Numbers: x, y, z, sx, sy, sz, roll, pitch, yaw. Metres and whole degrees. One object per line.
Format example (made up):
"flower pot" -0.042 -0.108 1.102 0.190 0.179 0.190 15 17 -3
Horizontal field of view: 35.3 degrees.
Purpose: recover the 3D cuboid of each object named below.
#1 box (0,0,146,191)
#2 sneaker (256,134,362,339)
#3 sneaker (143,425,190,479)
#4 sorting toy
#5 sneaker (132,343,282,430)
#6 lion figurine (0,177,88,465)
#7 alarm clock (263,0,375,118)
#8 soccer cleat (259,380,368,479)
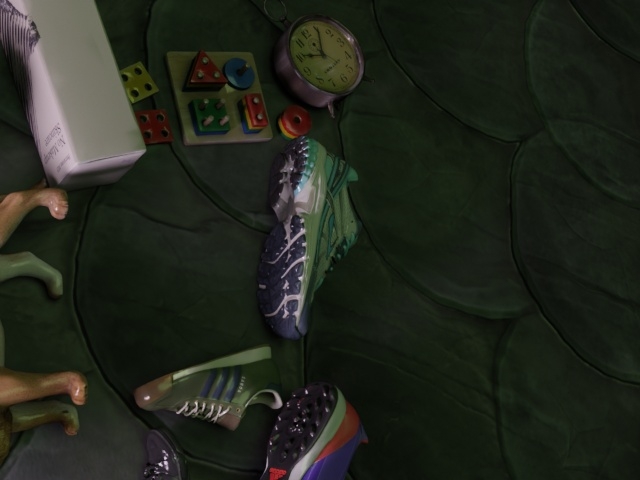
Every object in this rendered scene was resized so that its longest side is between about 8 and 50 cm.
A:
"box" -0.309 -0.205 1.212 0.094 0.113 0.275 -15 80 -34
"sneaker" 0.000 0.000 1.330 0.122 0.110 0.282 20 63 -28
"sneaker" -0.188 0.303 1.137 0.089 0.051 0.170 -14 84 -39
"sorting toy" -0.138 -0.199 1.353 0.275 0.046 0.132 -6 76 -33
"sneaker" -0.124 0.189 1.209 0.192 0.064 0.086 -14 75 -37
"lion figurine" -0.382 0.099 1.062 0.240 0.142 0.392 -1 59 -24
"alarm clock" -0.016 -0.271 1.443 0.192 0.064 0.129 51 55 -8
"soccer cleat" -0.041 0.324 1.195 0.116 0.109 0.318 51 56 -32
